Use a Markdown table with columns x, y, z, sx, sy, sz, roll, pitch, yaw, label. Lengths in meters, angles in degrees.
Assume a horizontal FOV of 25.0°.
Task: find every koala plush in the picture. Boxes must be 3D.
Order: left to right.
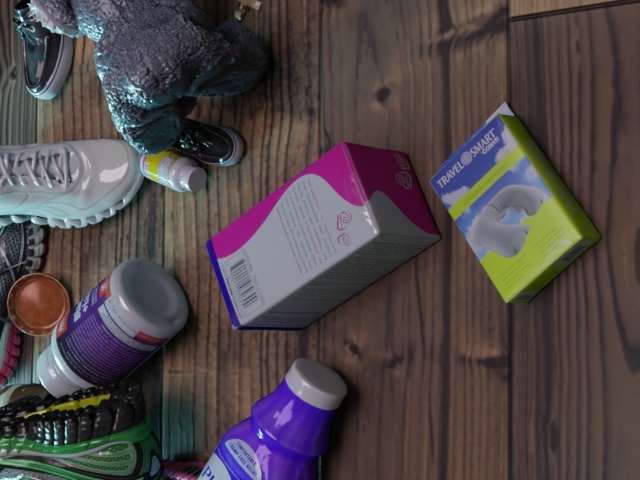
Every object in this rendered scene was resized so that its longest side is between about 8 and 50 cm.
| x | y | z | sx | sy | sz | roll | pitch | yaw | label |
| --- | --- | --- | --- | --- | --- | --- | --- | --- | --- |
| -0.204 | -0.241 | 1.613 | 0.196 | 0.203 | 0.221 | -35 | 79 | 7 | koala plush |

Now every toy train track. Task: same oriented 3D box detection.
| x | y | z | sx | sy | sz | roll | pitch | yaw | label |
| --- | --- | --- | --- | --- | --- | --- | --- | --- | --- |
| -0.085 | -0.300 | 1.691 | 0.048 | 0.014 | 0.083 | 30 | 106 | 37 | toy train track |

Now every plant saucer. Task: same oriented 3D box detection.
| x | y | z | sx | sy | sz | roll | pitch | yaw | label |
| --- | --- | --- | --- | --- | --- | --- | --- | --- | --- |
| -0.366 | 0.083 | 1.881 | 0.083 | 0.013 | 0.083 | 1 | 97 | 5 | plant saucer |

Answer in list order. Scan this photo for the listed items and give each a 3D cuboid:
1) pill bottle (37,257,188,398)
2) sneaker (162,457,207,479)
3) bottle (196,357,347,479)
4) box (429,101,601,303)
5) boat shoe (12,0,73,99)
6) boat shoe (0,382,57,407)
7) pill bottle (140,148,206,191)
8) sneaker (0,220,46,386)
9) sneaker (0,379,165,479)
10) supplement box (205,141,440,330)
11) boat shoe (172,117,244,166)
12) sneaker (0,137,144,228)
| x | y | z | sx | sy | sz | roll | pitch | yaw | label |
| --- | --- | --- | --- | --- | --- | --- | --- | --- | --- |
| -0.258 | 0.116 | 1.749 | 0.193 | 0.108 | 0.108 | -41 | 63 | 31 | pill bottle |
| -0.166 | 0.292 | 1.710 | 0.119 | 0.047 | 0.057 | -1 | 101 | 44 | sneaker |
| -0.066 | 0.259 | 1.588 | 0.118 | 0.092 | 0.283 | 46 | 115 | 34 | bottle |
| 0.185 | -0.040 | 1.428 | 0.109 | 0.042 | 0.178 | -45 | 61 | 29 | box |
| -0.368 | -0.302 | 1.889 | 0.080 | 0.076 | 0.228 | 16 | 98 | 40 | boat shoe |
| -0.369 | 0.310 | 1.844 | 0.095 | 0.095 | 0.257 | -8 | 82 | 34 | boat shoe |
| -0.176 | -0.084 | 1.734 | 0.083 | 0.043 | 0.043 | 24 | 102 | 38 | pill bottle |
| -0.448 | 0.055 | 1.913 | 0.121 | 0.112 | 0.299 | 12 | 94 | 40 | sneaker |
| -0.334 | 0.270 | 1.720 | 0.344 | 0.134 | 0.146 | -11 | 105 | 36 | sneaker |
| 0.000 | 0.000 | 1.536 | 0.220 | 0.114 | 0.111 | -35 | 65 | 35 | supplement box |
| -0.151 | -0.121 | 1.718 | 0.142 | 0.040 | 0.049 | 21 | 101 | 39 | boat shoe |
| -0.360 | -0.075 | 1.802 | 0.292 | 0.118 | 0.110 | -9 | 71 | 15 | sneaker |
